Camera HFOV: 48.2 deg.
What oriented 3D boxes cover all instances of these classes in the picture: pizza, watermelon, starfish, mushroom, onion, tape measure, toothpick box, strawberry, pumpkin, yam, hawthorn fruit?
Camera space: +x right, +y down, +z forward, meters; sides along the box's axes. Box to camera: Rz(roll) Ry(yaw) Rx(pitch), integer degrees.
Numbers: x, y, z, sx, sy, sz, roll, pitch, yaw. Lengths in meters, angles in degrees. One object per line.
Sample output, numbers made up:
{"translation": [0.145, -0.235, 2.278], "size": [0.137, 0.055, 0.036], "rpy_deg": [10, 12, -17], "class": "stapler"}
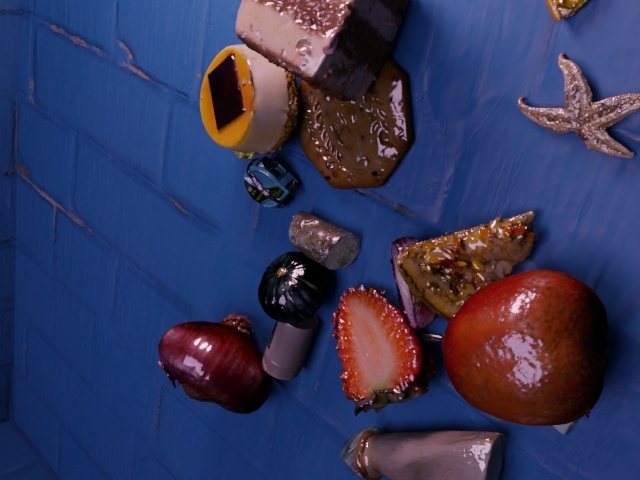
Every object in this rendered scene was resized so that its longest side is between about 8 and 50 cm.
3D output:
{"translation": [0.324, 0.081, 1.444], "size": [0.287, 0.074, 0.251], "rpy_deg": [-19, 119, 18], "class": "pizza"}
{"translation": [0.435, -0.468, 1.254], "size": [0.099, 0.035, 0.160], "rpy_deg": [3, 103, 44], "class": "pizza"}
{"translation": [0.102, 0.549, 1.847], "size": [0.094, 0.081, 0.180], "rpy_deg": [25, 127, 9], "class": "watermelon"}
{"translation": [0.468, -0.243, 1.275], "size": [0.247, 0.050, 0.138], "rpy_deg": [33, 121, 30], "class": "starfish"}
{"translation": [0.250, 0.506, 1.628], "size": [0.407, 0.137, 0.154], "rpy_deg": [-14, 102, 48], "class": "mushroom"}
{"translation": [0.219, 0.083, 1.573], "size": [0.151, 0.098, 0.206], "rpy_deg": [-123, 19, -70], "class": "onion"}
{"translation": [-0.135, -0.146, 1.852], "size": [0.146, 0.081, 0.125], "rpy_deg": [44, 143, -3], "class": "tape measure"}
{"translation": [-0.081, 0.271, 1.905], "size": [0.111, 0.111, 0.181], "rpy_deg": [39, 124, 30], "class": "toothpick box"}
{"translation": [0.154, 0.246, 1.680], "size": [0.233, 0.137, 0.306], "rpy_deg": [-27, 55, 26], "class": "strawberry"}
{"translation": [-0.071, 0.118, 1.810], "size": [0.194, 0.194, 0.150], "rpy_deg": [25, 136, 38], "class": "pumpkin"}
{"translation": [0.000, 0.000, 1.763], "size": [0.183, 0.107, 0.107], "rpy_deg": [30, 121, 38], "class": "yam"}
{"translation": [0.353, 0.192, 1.334], "size": [0.369, 0.284, 0.285], "rpy_deg": [1, 101, 39], "class": "hawthorn fruit"}
{"translation": [-0.278, 0.325, 2.016], "size": [0.347, 0.347, 0.285], "rpy_deg": [7, 63, 43], "class": "onion"}

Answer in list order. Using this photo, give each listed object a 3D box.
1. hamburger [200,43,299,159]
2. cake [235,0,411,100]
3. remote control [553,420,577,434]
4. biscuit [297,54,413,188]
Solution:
{"translation": [-0.166, -0.346, 1.768], "size": [0.294, 0.179, 0.276], "rpy_deg": [-28, 72, 47], "class": "hamburger"}
{"translation": [0.001, -0.473, 1.474], "size": [0.282, 0.255, 0.290], "rpy_deg": [35, 100, 24], "class": "cake"}
{"translation": [0.445, 0.326, 1.461], "size": [0.162, 0.029, 0.061], "rpy_deg": [39, 127, 30], "class": "remote control"}
{"translation": [0.070, -0.288, 1.656], "size": [0.359, 0.046, 0.359], "rpy_deg": [14, 111, 40], "class": "biscuit"}
